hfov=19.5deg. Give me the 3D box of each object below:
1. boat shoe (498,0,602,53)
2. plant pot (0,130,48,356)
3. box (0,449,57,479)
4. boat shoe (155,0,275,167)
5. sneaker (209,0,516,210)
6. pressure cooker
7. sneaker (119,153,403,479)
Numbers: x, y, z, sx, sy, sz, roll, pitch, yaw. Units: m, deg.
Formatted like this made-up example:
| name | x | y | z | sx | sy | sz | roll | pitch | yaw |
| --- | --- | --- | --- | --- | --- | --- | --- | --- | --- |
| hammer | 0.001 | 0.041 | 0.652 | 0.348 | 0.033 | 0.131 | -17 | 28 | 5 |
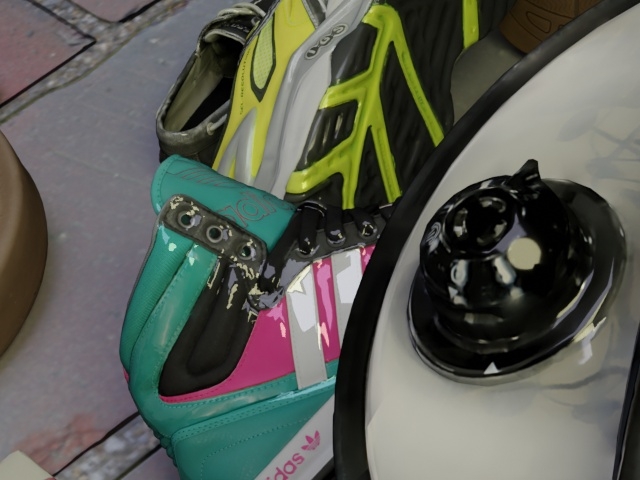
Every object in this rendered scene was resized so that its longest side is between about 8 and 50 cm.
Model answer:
| name | x | y | z | sx | sy | sz | roll | pitch | yaw |
| --- | --- | --- | --- | --- | --- | --- | --- | --- | --- |
| boat shoe | 0.260 | -0.168 | 1.204 | 0.302 | 0.109 | 0.098 | -4 | 7 | 29 |
| plant pot | -0.320 | -0.041 | 1.116 | 0.263 | 0.229 | 0.263 | -7 | 51 | 9 |
| box | -0.118 | 0.224 | 0.853 | 0.148 | 0.127 | 0.232 | -37 | 38 | -21 |
| boat shoe | -0.045 | -0.121 | 1.257 | 0.078 | 0.070 | 0.219 | 8 | 48 | 23 |
| sneaker | 0.026 | -0.155 | 1.171 | 0.147 | 0.145 | 0.384 | 1 | 57 | 46 |
| pressure cooker | 0.205 | 0.094 | 0.656 | 0.375 | 0.420 | 0.370 | -33 | 46 | 4 |
| sneaker | 0.000 | 0.000 | 0.992 | 0.178 | 0.124 | 0.295 | 42 | 90 | 8 |
